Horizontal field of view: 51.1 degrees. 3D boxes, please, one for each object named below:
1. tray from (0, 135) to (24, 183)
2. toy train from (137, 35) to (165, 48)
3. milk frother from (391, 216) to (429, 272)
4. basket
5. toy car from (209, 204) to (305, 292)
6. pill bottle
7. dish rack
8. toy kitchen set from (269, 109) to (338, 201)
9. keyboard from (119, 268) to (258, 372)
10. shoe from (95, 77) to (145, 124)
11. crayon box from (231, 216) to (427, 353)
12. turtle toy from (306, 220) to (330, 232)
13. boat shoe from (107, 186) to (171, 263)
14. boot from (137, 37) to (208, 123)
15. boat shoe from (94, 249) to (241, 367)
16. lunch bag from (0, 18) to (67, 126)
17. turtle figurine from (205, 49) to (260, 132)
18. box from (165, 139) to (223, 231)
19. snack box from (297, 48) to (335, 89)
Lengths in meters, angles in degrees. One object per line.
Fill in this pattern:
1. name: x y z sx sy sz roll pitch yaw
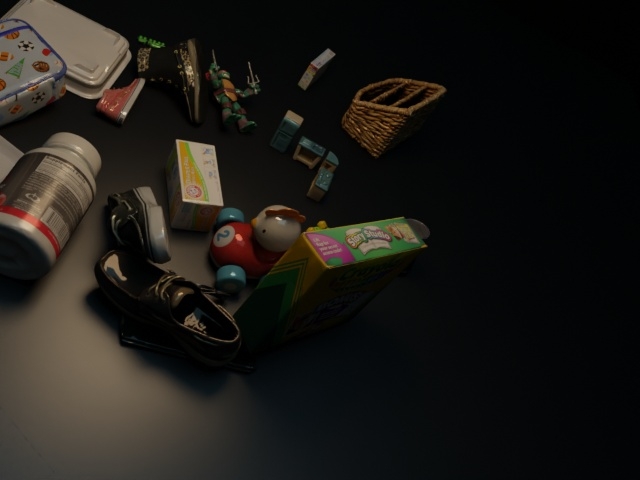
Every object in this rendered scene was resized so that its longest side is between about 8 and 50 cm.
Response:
1. tray: -0.774 -0.139 1.463 0.145 0.030 0.270 37 44 2
2. toy train: -0.509 -0.593 2.015 0.083 0.017 0.023 14 58 -22
3. milk frother: 0.207 0.015 1.858 0.129 0.134 0.143 36 40 20
4. basket: 0.233 -0.452 2.206 0.213 0.223 0.299 45 45 9
5. toy car: -0.136 -0.016 1.601 0.211 0.238 0.219 12 48 -23
6. pill bottle: -0.590 -0.085 1.425 0.176 0.176 0.318 25 45 -12
7. dish rack: -0.701 -0.545 1.821 0.333 0.072 0.285 26 44 -12
8. toy kitchen set: -0.050 -0.241 1.926 0.207 0.122 0.166 29 44 -8
9. keyboard: -0.282 0.175 1.502 0.317 0.033 0.201 19 53 -19
10. shoe: -0.536 -0.391 1.794 0.081 0.063 0.177 27 49 -16
11. crayon box: 0.023 0.095 1.510 0.363 0.313 0.106 -10 60 -49
12. turtle toy: 0.000 0.000 1.795 0.130 0.066 0.095 -32 98 -47
13. boat shoe: -0.408 -0.027 1.482 0.119 0.121 0.335 -12 23 -19
14. boot: -0.417 -0.444 1.894 0.179 0.236 0.085 -3 5 8
15. boat shoe: -0.309 0.123 1.415 0.356 0.130 0.132 34 50 -6
16. lunch bag: -0.784 -0.399 1.590 0.243 0.115 0.303 47 55 9
17. turtle figurine: -0.261 -0.436 1.962 0.175 0.118 0.234 2 64 -40
18. box: -0.320 -0.137 1.680 0.103 0.114 0.203 6 53 -27
19. snack box: -0.012 -0.574 2.244 0.037 0.100 0.141 38 43 0
